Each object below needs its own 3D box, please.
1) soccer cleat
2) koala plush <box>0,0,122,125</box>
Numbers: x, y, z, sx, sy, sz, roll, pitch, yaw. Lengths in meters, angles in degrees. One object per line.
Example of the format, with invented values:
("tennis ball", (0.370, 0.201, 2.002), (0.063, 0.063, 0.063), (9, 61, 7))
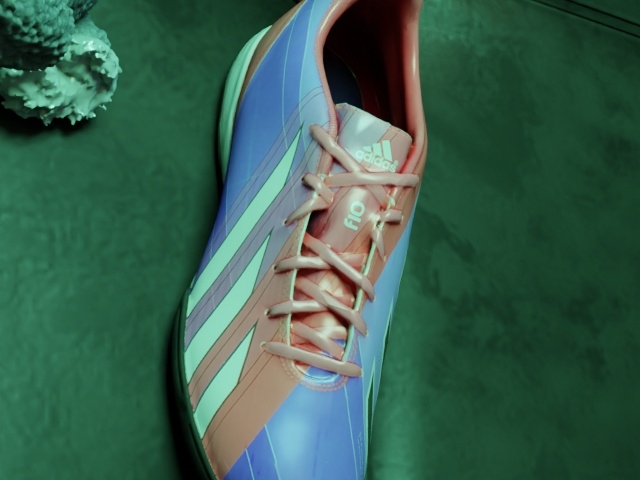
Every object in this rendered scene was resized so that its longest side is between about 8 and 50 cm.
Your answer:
("soccer cleat", (0.000, 0.000, 0.955), (0.108, 0.116, 0.318), (22, 53, -25))
("koala plush", (-0.181, -0.147, 0.896), (0.221, 0.203, 0.196), (-7, 77, -61))
